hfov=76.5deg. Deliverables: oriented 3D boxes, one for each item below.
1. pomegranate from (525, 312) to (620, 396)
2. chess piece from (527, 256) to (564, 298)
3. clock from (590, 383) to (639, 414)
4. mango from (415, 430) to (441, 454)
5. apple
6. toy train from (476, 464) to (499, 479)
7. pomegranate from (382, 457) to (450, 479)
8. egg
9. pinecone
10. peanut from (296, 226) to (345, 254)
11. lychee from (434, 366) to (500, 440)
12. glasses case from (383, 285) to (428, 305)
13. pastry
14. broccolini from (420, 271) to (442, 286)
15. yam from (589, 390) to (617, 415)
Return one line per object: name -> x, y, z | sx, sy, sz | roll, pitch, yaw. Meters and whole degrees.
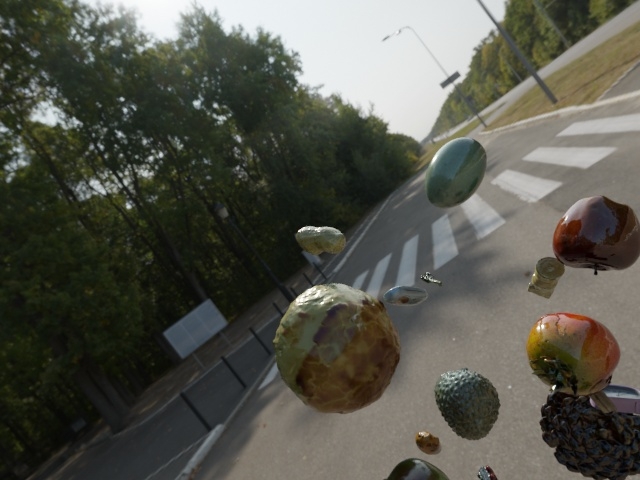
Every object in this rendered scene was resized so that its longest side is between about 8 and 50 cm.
pomegranate -> 0.630, 0.289, 1.030 | 0.235, 0.210, 0.210 | -23, -10, -39
chess piece -> 0.806, 0.147, 1.461 | 0.090, 0.090, 0.200 | -38, -36, -11
clock -> 0.966, 0.509, 1.327 | 0.153, 0.050, 0.110 | -1, 10, 17
mango -> 0.350, 0.657, 1.309 | 0.077, 0.127, 0.063 | 7, 58, 42
apple -> 0.824, -0.010, 1.207 | 0.234, 0.234, 0.234 | -38, 0, 0
toy train -> 0.523, 0.744, 1.218 | 0.050, 0.087, 0.138 | -41, 5, 9
pomegranate -> 0.213, 0.599, 0.943 | 0.180, 0.180, 0.210 | -38, 6, -28
egg -> 0.425, -0.211, 1.283 | 0.169, 0.169, 0.236 | -34, -31, -87
pinecone -> 1.136, 0.794, 1.728 | 0.398, 0.398, 0.398 | -38, 0, 0
peanut -> 0.000, 0.000, 1.389 | 0.214, 0.090, 0.098 | 0, 74, 46
lychee -> 0.577, 0.640, 1.611 | 0.255, 0.255, 0.274 | -38, 36, 56
glasses case -> 0.270, 0.175, 1.278 | 0.178, 0.045, 0.067 | 11, -44, -40
pastry -> 0.060, 0.318, 1.191 | 0.388, 0.388, 0.312 | -38, 11, -19
broccolini -> 0.415, 0.150, 1.520 | 0.044, 0.042, 0.218 | -49, -2, 5
yam -> 0.803, 0.419, 1.248 | 0.046, 0.264, 0.046 | -37, -6, -5
